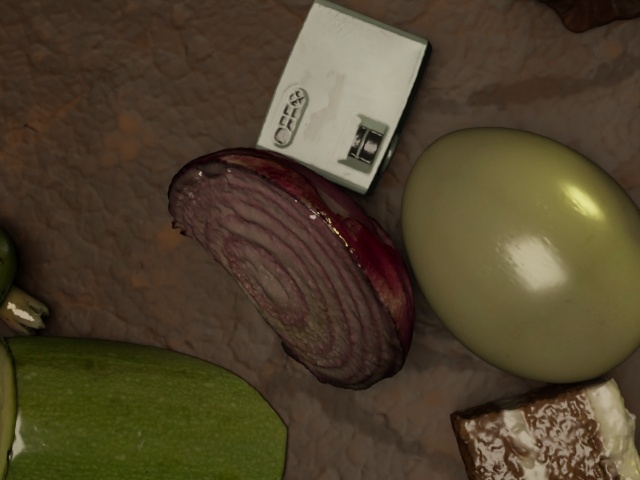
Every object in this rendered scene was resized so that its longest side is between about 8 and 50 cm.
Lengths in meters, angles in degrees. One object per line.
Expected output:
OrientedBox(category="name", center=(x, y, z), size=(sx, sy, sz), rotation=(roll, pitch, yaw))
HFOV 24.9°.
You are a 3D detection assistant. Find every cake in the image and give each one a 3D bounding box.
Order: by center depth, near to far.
OrientedBox(category="cake", center=(0.197, 0.189, 1.230), size=(0.147, 0.134, 0.135), rotation=(-19, 87, 1))

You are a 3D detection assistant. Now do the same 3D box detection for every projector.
OrientedBox(category="projector", center=(0.023, -0.127, 1.293), size=(0.115, 0.061, 0.147), rotation=(23, 94, 11))

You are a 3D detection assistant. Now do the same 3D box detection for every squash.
OrientedBox(category="squash", center=(-0.187, 0.187, 1.353), size=(0.260, 0.189, 0.189), rotation=(7, 91, -25))

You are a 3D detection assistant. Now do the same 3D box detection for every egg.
OrientedBox(category="egg", center=(0.171, 0.010, 1.203), size=(0.242, 0.186, 0.186), rotation=(42, 97, 16))

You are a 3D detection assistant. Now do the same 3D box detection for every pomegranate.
OrientedBox(category="pomegranate", center=(-0.316, 0.040, 1.340), size=(0.142, 0.114, 0.114), rotation=(35, 97, -19))

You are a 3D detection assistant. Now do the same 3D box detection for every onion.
OrientedBox(category="onion", center=(0.000, 0.000, 1.236), size=(0.111, 0.247, 0.250), rotation=(-41, 91, -24))

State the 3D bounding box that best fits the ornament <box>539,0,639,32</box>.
OrientedBox(category="ornament", center=(0.236, -0.299, 1.174), size=(0.235, 0.217, 0.221), rotation=(-21, 87, 9))
